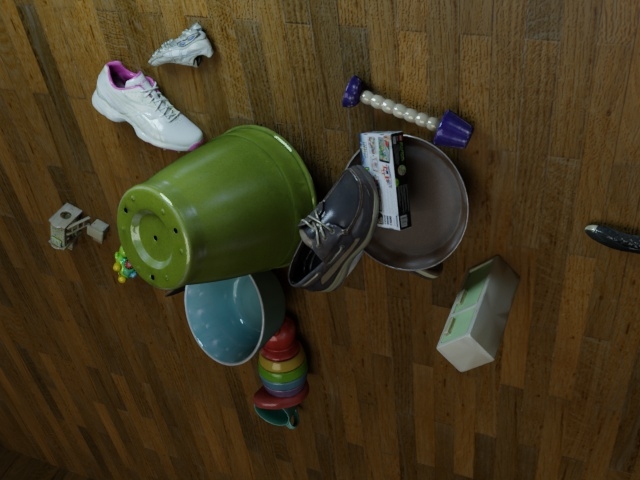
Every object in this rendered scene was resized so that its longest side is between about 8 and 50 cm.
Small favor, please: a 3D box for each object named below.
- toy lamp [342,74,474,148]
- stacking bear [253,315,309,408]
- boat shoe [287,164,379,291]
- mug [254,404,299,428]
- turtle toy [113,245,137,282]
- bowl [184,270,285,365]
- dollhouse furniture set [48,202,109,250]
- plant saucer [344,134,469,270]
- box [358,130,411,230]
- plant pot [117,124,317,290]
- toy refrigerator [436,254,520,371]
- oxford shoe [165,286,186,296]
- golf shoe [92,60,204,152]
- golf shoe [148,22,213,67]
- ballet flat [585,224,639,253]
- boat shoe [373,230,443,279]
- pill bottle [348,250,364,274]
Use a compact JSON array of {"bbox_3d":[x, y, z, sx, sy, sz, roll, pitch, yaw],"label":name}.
[{"bbox_3d":[0.183,-0.262,1.499,0.274,0.080,0.080,22,136,9],"label":"toy lamp"},{"bbox_3d":[-0.123,0.349,2.176,0.164,0.175,0.289,5,123,16],"label":"stacking bear"},{"bbox_3d":[0.022,-0.009,1.616,0.132,0.130,0.355,50,135,35],"label":"boat shoe"},{"bbox_3d":[-0.139,0.544,2.397,0.129,0.097,0.158,6,132,25],"label":"mug"},{"bbox_3d":[-0.599,0.065,2.238,0.066,0.095,0.130,-5,130,6],"label":"turtle toy"},{"bbox_3d":[-0.217,0.177,2.014,0.311,0.163,0.311,8,103,39],"label":"bowl"},{"bbox_3d":[-0.759,0.006,2.257,0.161,0.101,0.182,27,137,5],"label":"dollhouse furniture set"},{"bbox_3d":[0.189,-0.086,1.614,0.310,0.050,0.311,10,111,27],"label":"plant saucer"},{"bbox_3d":[0.138,-0.131,1.554,0.114,0.036,0.207,14,115,55],"label":"box"},{"bbox_3d":[-0.256,-0.055,1.654,0.366,0.353,0.366,15,116,34],"label":"plant pot"},{"bbox_3d":[0.360,0.160,1.640,0.094,0.269,0.102,44,136,-13],"label":"toy refrigerator"},{"bbox_3d":[-0.430,0.112,2.207,0.212,0.076,0.076,-43,71,48],"label":"oxford shoe"},{"bbox_3d":[-0.420,-0.325,1.762,0.306,0.115,0.140,28,133,3],"label":"golf shoe"},{"bbox_3d":[-0.320,-0.422,1.650,0.176,0.069,0.086,-13,127,38],"label":"golf shoe"},{"bbox_3d":[0.643,-0.004,1.508,0.173,0.049,0.057,17,168,20],"label":"ballet flat"},{"bbox_3d":[0.178,0.018,1.752,0.257,0.095,0.095,38,141,11],"label":"boat shoe"},{"bbox_3d":[0.000,0.000,1.810,0.208,0.117,0.117,35,137,-2],"label":"pill bottle"}]
